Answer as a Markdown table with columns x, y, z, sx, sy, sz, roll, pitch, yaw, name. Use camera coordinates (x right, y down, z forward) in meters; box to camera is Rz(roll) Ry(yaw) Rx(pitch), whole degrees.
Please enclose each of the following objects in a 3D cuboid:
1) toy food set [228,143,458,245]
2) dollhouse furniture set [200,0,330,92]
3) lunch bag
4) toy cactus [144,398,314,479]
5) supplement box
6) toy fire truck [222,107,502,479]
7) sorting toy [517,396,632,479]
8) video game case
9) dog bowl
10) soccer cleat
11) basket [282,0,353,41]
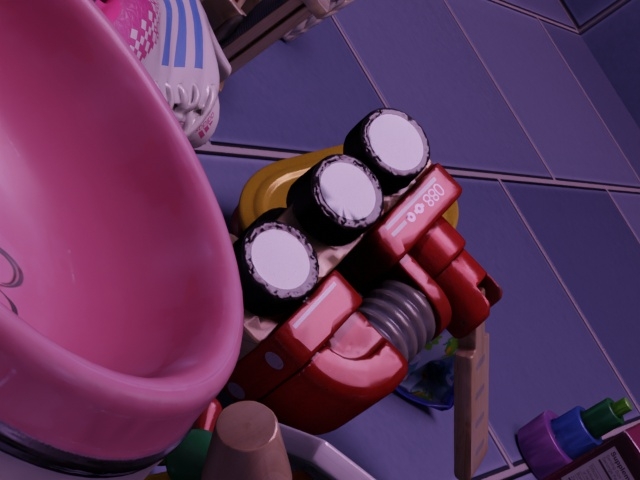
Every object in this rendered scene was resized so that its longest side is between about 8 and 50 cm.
| x | y | z | sx | sy | sz | roll | pitch | yaw | name |
| --- | --- | --- | --- | --- | --- | --- | --- | --- | --- |
| 0.000 | 0.000 | 1.423 | 0.218 | 0.071 | 0.128 | -14 | 52 | -26 | toy food set |
| -0.071 | -0.237 | 1.595 | 0.129 | 0.129 | 0.183 | 50 | 21 | -14 | dollhouse furniture set |
| 0.074 | 0.056 | 1.532 | 0.151 | 0.096 | 0.129 | 67 | 5 | -52 | lunch bag |
| -0.032 | 0.157 | 1.036 | 0.180 | 0.112 | 0.219 | 93 | -27 | -48 | toy cactus |
| 0.186 | 0.216 | 1.382 | 0.081 | 0.188 | 0.104 | 59 | 20 | 11 | supplement box |
| 0.043 | 0.071 | 1.278 | 0.246 | 0.158 | 0.217 | 46 | 52 | -2 | toy fire truck |
| 0.319 | 0.298 | 1.657 | 0.365 | 0.126 | 0.127 | 62 | 21 | 14 | sorting toy |
| 0.019 | 0.163 | 1.182 | 0.143 | 0.019 | 0.157 | 39 | -12 | -20 | video game case |
| -0.200 | -0.025 | 0.938 | 0.408 | 0.150 | 0.408 | 46 | 21 | -24 | dog bowl |
| -0.128 | -0.112 | 1.286 | 0.143 | 0.116 | 0.331 | 51 | 20 | -12 | soccer cleat |
| -0.010 | -0.286 | 1.771 | 0.103 | 0.167 | 0.113 | 38 | 26 | -55 | basket |
